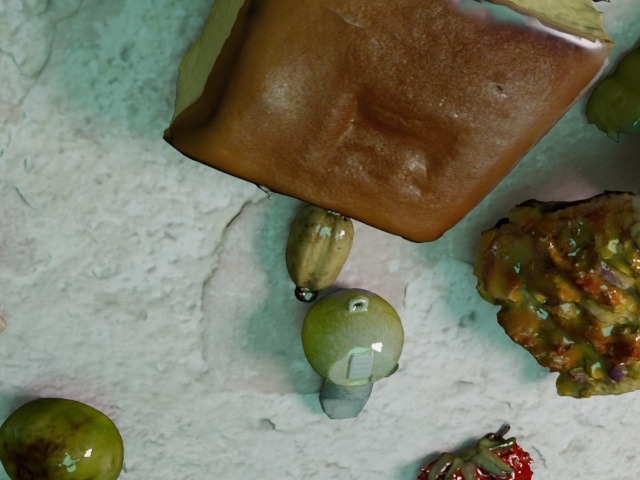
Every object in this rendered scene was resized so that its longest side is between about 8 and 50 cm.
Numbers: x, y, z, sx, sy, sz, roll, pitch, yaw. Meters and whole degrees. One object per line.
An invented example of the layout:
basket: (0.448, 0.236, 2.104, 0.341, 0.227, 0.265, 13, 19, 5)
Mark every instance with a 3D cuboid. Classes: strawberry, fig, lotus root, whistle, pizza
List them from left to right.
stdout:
fig: (-0.297, 0.246, 1.272, 0.136, 0.121, 0.153, 4, 146, 28)
lotus root: (0.000, 0.000, 1.242, 0.072, 0.063, 0.152, 26, 118, 6)
whistle: (0.033, 0.133, 1.309, 0.123, 0.123, 0.223, -5, 139, -9)
strawberry: (0.218, 0.360, 1.460, 0.167, 0.087, 0.208, -21, 121, -2)
pizza: (0.302, 0.058, 1.236, 0.277, 0.114, 0.409, 28, 147, 7)

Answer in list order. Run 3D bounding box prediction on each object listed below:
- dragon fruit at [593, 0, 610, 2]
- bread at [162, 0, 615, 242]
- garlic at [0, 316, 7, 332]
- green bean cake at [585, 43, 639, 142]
dragon fruit: (0.317, -0.333, 1.127, 0.094, 0.094, 0.190, -4, 125, -10)
bread: (0.053, -0.164, 1.061, 0.323, 0.143, 0.333, 19, 139, -19)
garlic: (-0.401, 0.059, 1.147, 0.218, 0.218, 0.212, -44, 154, 12)
green bean cake: (0.448, -0.139, 1.229, 0.236, 0.124, 0.233, 38, 105, -26)
